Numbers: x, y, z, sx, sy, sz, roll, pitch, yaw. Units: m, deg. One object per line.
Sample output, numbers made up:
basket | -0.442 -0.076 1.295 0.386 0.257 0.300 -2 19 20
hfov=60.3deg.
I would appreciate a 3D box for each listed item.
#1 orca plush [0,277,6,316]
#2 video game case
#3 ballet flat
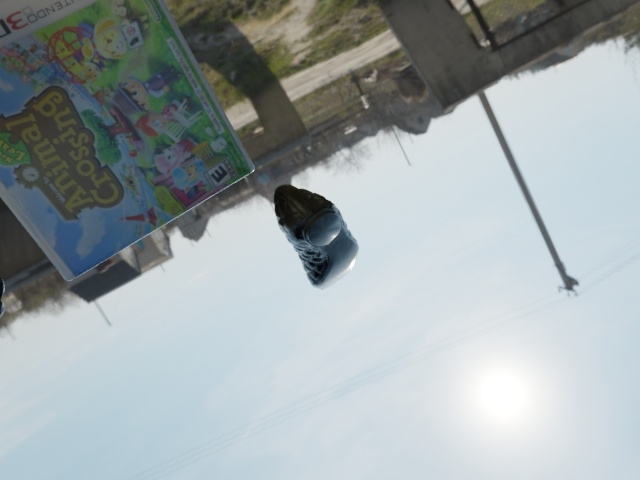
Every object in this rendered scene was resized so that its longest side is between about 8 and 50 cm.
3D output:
orca plush | -0.357 0.000 0.357 0.151 0.287 0.102 -43 -174 42
video game case | -0.186 -0.101 0.456 0.193 0.212 0.023 -33 -155 -12
ballet flat | 0.000 0.000 0.501 0.057 0.049 0.173 -39 155 -10
